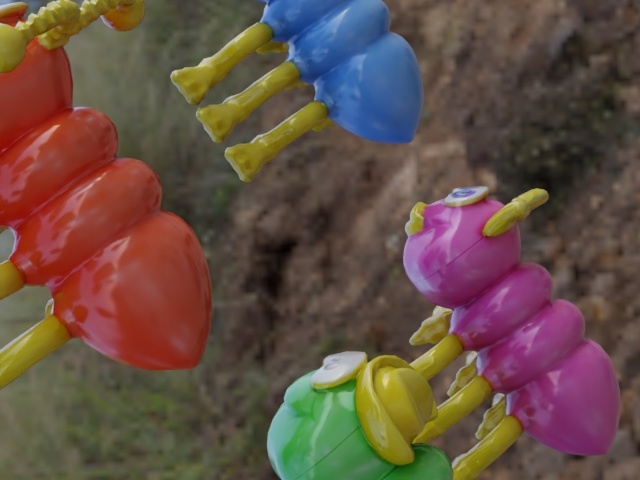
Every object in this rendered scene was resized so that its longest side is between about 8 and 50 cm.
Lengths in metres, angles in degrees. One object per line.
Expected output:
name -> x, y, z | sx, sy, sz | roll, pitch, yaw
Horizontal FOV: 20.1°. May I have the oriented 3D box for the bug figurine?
bug figurine -> 0.000, 0.000, 0.481 | 0.216, 0.072, 0.279 | 54, -155, -6
